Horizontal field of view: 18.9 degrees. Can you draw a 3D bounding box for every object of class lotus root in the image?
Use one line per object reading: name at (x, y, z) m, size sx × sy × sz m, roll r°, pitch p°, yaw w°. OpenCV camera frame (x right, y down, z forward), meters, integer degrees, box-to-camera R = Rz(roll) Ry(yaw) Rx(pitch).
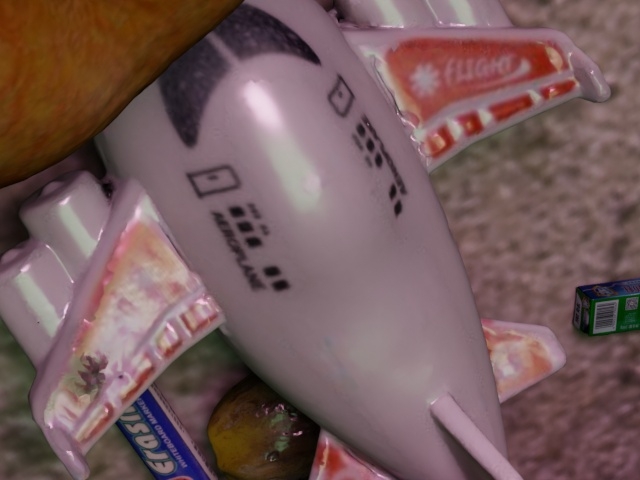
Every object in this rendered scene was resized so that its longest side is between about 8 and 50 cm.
lotus root at (-0.002, 0.070, 0.814) m, size 0.099 × 0.049 × 0.054 m, roll -28°, pitch 121°, yaw -14°

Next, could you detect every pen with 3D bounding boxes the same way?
pen at (-0.065, 0.088, 0.810) m, size 0.025 × 0.025 × 0.204 m, roll -33°, pitch 123°, yaw -4°

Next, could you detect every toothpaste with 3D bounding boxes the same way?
toothpaste at (0.156, 0.028, 0.876) m, size 0.083 × 0.017 × 0.020 m, roll -7°, pitch 115°, yaw -20°

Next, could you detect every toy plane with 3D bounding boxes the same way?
toy plane at (-0.001, -0.001, 0.720) m, size 0.252 × 0.118 × 0.252 m, roll -2°, pitch 96°, yaw -18°

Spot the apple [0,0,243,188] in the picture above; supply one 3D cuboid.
apple at (-0.131, -0.139, 0.533) m, size 0.309 × 0.250 × 0.277 m, roll 3°, pitch 114°, yaw -27°
